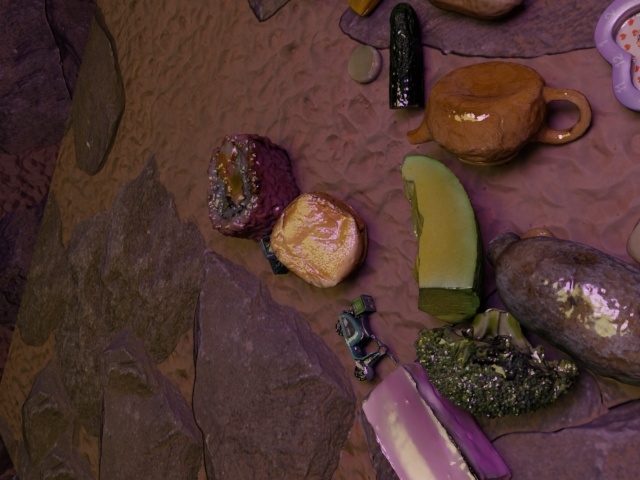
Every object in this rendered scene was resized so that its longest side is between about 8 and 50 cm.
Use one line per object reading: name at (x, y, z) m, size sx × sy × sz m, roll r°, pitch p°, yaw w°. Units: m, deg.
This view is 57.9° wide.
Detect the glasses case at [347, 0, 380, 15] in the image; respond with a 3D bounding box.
glasses case at (0.145, -0.607, 1.274) m, size 0.234 × 0.064 × 0.079 m, roll -47°, pitch 59°, yaw 30°

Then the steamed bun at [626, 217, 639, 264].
steamed bun at (0.530, -0.034, 0.762) m, size 0.170 × 0.153 × 0.238 m, roll 54°, pitch 123°, yaw 33°

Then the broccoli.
broccoli at (0.284, 0.203, 0.950) m, size 0.226 × 0.198 × 0.176 m, roll -31°, pitch 51°, yaw 19°

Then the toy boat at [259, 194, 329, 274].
toy boat at (-0.054, -0.021, 1.375) m, size 0.246 × 0.103 × 0.093 m, roll -48°, pitch 47°, yaw 26°

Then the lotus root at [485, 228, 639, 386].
lotus root at (0.387, 0.094, 0.866) m, size 0.349 × 0.175 × 0.175 m, roll 32°, pitch 107°, yaw 37°

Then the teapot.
teapot at (0.303, -0.202, 1.014) m, size 0.311 × 0.167 × 0.203 m, roll 3°, pitch 42°, yaw 22°

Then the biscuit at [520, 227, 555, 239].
biscuit at (0.387, 0.046, 0.988) m, size 0.071 × 0.018 × 0.147 m, roll -36°, pitch 60°, yaw 32°

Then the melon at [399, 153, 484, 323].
melon at (0.221, -0.023, 1.055) m, size 0.196 × 0.124 × 0.323 m, roll 91°, pitch 178°, yaw -63°

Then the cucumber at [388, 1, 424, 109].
cucumber at (0.179, -0.385, 1.210) m, size 0.074 × 0.074 × 0.241 m, roll -8°, pitch 78°, yaw 44°

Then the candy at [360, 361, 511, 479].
candy at (0.201, 0.365, 1.062) m, size 0.155 × 0.116 × 0.265 m, roll -54°, pitch 52°, yaw 27°

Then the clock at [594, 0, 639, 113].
clock at (0.519, -0.293, 0.866) m, size 0.172 × 0.064 × 0.198 m, roll -27°, pitch 67°, yaw 39°

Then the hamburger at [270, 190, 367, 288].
hamburger at (-0.001, 0.002, 1.266) m, size 0.214 × 0.108 × 0.213 m, roll 2°, pitch 97°, yaw 14°

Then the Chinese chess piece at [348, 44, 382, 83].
Chinese chess piece at (0.102, -0.399, 1.314) m, size 0.084 × 0.034 × 0.084 m, roll -4°, pitch 85°, yaw 44°

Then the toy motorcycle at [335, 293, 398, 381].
toy motorcycle at (0.093, 0.211, 1.231) m, size 0.100 × 0.058 × 0.173 m, roll -35°, pitch 60°, yaw 30°

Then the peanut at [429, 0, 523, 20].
peanut at (0.280, -0.480, 1.087) m, size 0.110 × 0.120 × 0.236 m, roll -36°, pitch 45°, yaw -9°

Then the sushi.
sushi at (-0.177, -0.134, 1.463) m, size 0.236 × 0.171 × 0.270 m, roll -26°, pitch 65°, yaw 40°
